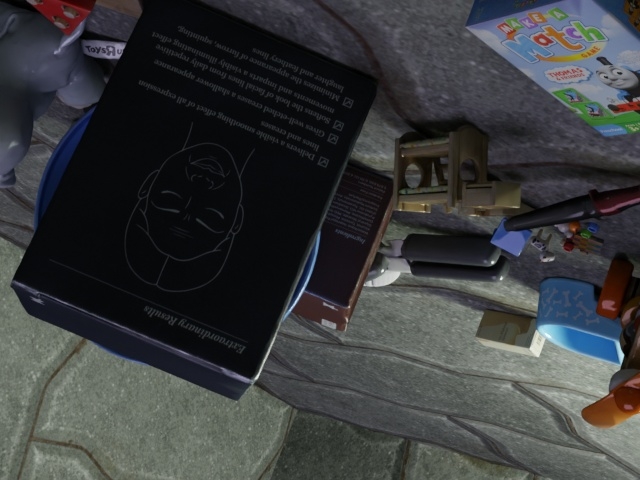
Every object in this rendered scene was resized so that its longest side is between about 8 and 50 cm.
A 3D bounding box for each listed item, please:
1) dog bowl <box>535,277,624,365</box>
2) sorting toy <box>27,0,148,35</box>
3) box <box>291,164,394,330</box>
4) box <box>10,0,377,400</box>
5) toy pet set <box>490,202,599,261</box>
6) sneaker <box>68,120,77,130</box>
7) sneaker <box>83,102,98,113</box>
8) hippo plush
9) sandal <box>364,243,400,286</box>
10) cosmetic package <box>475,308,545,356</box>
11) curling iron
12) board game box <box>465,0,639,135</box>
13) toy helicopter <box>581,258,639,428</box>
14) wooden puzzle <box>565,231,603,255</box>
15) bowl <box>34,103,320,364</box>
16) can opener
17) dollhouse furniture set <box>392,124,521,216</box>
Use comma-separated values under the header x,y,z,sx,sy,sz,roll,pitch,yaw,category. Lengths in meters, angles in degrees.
x,y,z,sx,sy,sz,roll,pitch,yaw,category
0.469,0.142,1.794,0.297,0.074,0.166,16,163,24,dog bowl
-0.345,-0.330,1.315,0.257,0.089,0.255,20,164,9,sorting toy
0.000,0.000,1.727,0.167,0.203,0.168,22,164,5,box
-0.147,-0.047,1.416,0.293,0.396,0.212,24,164,-2,box
0.292,-0.001,1.557,0.114,0.065,0.122,27,164,3,toy pet set
-0.361,-0.136,1.931,0.090,0.115,0.232,32,162,-31,sneaker
-0.279,-0.178,1.804,0.178,0.072,0.077,33,175,-7,sneaker
-0.417,-0.187,1.616,0.294,0.237,0.234,14,162,29,hippo plush
0.008,0.003,1.956,0.265,0.076,0.102,11,132,3,sandal
0.339,0.164,2.070,0.115,0.060,0.041,8,158,38,cosmetic package
0.320,-0.049,1.349,0.068,0.035,0.274,21,157,-35,curling iron
0.264,-0.172,1.098,0.211,0.039,0.160,32,162,-28,board game box
0.412,0.111,1.467,0.140,0.235,0.355,19,164,14,toy helicopter
0.361,0.003,1.601,0.049,0.006,0.083,19,164,11,wooden puzzle
-0.192,-0.023,1.600,0.391,0.391,0.077,21,177,4,bowl
0.149,0.042,1.808,0.283,0.095,0.076,4,139,39,can opener
0.208,-0.085,1.432,0.161,0.101,0.182,3,178,-36,dollhouse furniture set
